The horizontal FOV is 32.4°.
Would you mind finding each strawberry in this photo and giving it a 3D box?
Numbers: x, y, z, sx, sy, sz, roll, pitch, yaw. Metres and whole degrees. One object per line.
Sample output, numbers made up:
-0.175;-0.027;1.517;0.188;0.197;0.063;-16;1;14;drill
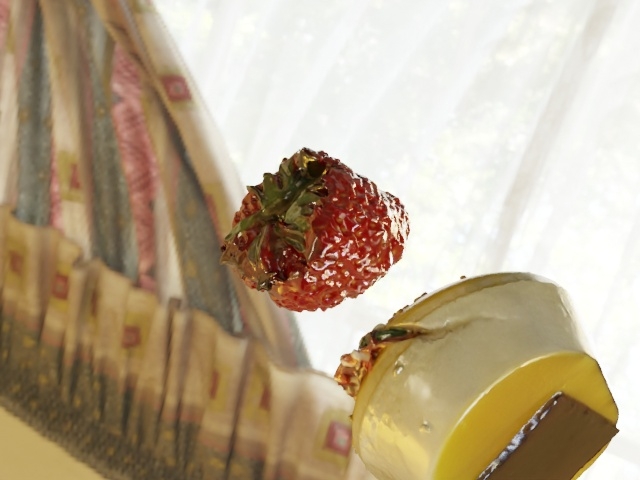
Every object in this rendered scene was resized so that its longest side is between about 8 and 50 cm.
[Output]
0.003;-0.003;1.608;0.257;0.261;0.261;39;178;-37;strawberry

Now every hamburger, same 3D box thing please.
0.139;0.138;0.950;0.151;0.227;0.295;51;177;41;hamburger
